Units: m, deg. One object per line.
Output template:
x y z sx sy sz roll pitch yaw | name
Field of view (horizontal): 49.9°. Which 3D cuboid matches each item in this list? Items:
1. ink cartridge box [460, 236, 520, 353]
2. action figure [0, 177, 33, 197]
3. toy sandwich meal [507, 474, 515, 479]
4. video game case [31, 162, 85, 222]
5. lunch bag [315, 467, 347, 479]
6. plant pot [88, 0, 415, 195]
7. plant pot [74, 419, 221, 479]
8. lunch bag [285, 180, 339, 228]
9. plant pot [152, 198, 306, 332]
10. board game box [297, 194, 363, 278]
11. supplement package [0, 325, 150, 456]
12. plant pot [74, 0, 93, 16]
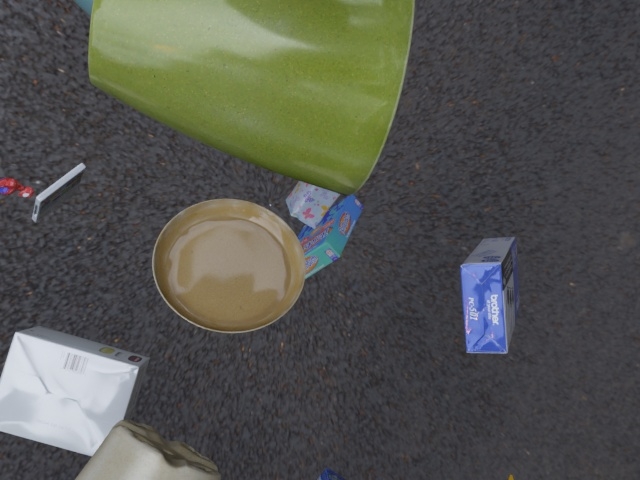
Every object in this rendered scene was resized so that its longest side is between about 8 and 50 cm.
0.204 0.057 0.811 0.046 0.207 0.097 -3 97 20 | ink cartridge box
-0.382 -0.064 0.770 0.115 0.038 0.030 7 88 -22 | action figure
0.320 0.393 1.061 0.085 0.085 0.029 20 102 -5 | toy sandwich meal
-0.408 -0.073 1.072 0.011 0.122 0.087 48 62 -7 | video game case
0.032 0.388 1.013 0.098 0.067 0.065 37 96 -10 | lunch bag
-0.086 -0.208 0.739 0.293 0.275 0.275 9 92 -13 | plant pot
-0.348 0.513 1.256 0.333 0.334 0.306 29 79 -5 | plant pot
-0.009 -0.066 0.943 0.053 0.083 0.071 30 105 -24 | lunch bag
-0.141 0.041 1.073 0.236 0.032 0.237 6 57 -10 | plant pot
0.000 0.000 1.499 0.160 0.210 0.047 -34 107 33 | board game box
-0.527 0.318 1.462 0.261 0.145 0.204 17 86 -4 | supplement package
-0.399 -0.556 1.286 0.195 0.290 0.290 27 91 1 | plant pot
